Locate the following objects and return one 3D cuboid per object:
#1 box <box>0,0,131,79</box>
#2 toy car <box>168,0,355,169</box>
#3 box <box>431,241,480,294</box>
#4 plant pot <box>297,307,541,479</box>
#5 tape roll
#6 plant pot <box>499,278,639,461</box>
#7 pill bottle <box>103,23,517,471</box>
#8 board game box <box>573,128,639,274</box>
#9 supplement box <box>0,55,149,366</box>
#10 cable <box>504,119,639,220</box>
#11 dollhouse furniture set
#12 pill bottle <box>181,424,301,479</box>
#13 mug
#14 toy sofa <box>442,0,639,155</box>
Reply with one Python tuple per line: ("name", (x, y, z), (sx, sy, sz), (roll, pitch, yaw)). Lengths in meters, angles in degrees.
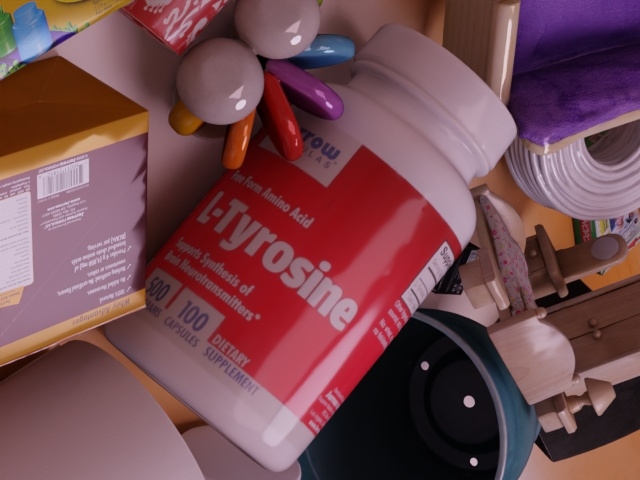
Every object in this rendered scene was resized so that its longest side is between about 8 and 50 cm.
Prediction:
("box", (-0.204, -0.317, 1.110), (0.290, 0.177, 0.279), (-37, 137, -25))
("toy car", (-0.044, -0.143, 1.399), (0.182, 0.136, 0.159), (-50, -178, -7))
("box", (0.127, 0.017, 1.779), (0.052, 0.083, 0.062), (5, 111, -50))
("plant pot", (0.131, 0.199, 1.784), (0.255, 0.271, 0.272), (-6, 121, -61))
("tape roll", (-0.230, 0.234, 1.412), (0.169, 0.246, 0.246), (-34, 137, -28))
("plant pot", (0.314, 0.171, 2.029), (0.167, 0.187, 0.188), (-37, 140, -5))
("pill bottle", (0.000, 0.000, 1.512), (0.408, 0.229, 0.229), (-51, 142, -9))
("board game box", (0.447, -0.126, 2.063), (0.317, 0.046, 0.213), (-40, 140, -21))
("supplement box", (-0.255, -0.022, 1.298), (0.191, 0.129, 0.194), (-22, 131, -37))
("cable", (0.332, -0.148, 1.839), (0.257, 0.089, 0.257), (16, 102, -36))
("dollhouse furniture set", (0.261, 0.012, 1.699), (0.173, 0.303, 0.355), (-21, 138, 11))
("pill bottle", (-0.121, 0.351, 1.679), (0.161, 0.161, 0.283), (-6, 119, -46))
("mug", (-0.094, -0.242, 1.340), (0.169, 0.113, 0.150), (-52, 140, -2))
("toy sofa", (0.318, -0.231, 1.621), (0.362, 0.177, 0.150), (-17, 132, -22))
